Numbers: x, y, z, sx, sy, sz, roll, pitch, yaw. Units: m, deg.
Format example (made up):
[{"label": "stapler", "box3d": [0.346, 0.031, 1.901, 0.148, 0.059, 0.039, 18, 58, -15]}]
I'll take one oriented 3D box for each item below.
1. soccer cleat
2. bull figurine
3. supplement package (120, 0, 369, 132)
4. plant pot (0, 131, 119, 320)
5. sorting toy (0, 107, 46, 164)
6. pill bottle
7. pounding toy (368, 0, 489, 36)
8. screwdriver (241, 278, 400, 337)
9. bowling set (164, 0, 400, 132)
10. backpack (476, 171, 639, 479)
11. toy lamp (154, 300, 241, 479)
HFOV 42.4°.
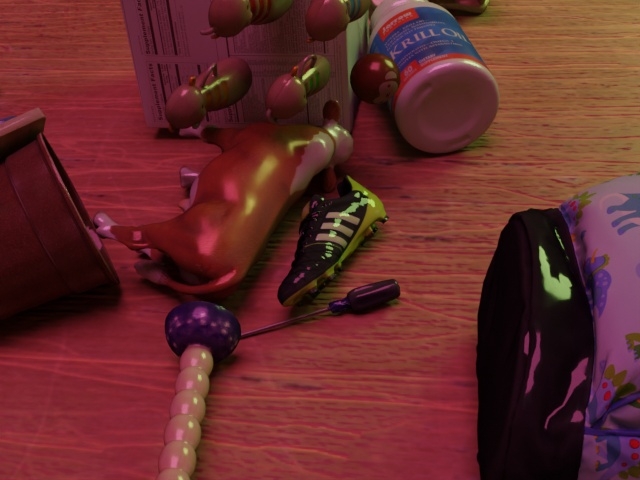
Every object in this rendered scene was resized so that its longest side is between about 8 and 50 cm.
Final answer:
[{"label": "soccer cleat", "box3d": [0.000, 0.000, 0.826, 0.072, 0.060, 0.179, 43, 48, 1]}, {"label": "bull figurine", "box3d": [-0.092, -0.058, 0.885, 0.189, 0.101, 0.310, 8, 40, 23]}, {"label": "supplement package", "box3d": [-0.081, -0.269, 1.033, 0.263, 0.198, 0.199, 3, 37, 10]}, {"label": "plant pot", "box3d": [-0.309, 0.005, 0.808, 0.165, 0.167, 0.167, -27, 45, -10]}, {"label": "sorting toy", "box3d": [-0.353, -0.081, 0.830, 0.132, 0.274, 0.046, -33, 85, -30]}, {"label": "pill bottle", "box3d": [0.126, -0.216, 1.014, 0.124, 0.124, 0.221, -11, 42, -5]}, {"label": "pounding toy", "box3d": [0.169, -0.380, 1.233, 0.270, 0.155, 0.154, -33, 76, -15]}, {"label": "screwdriver", "box3d": [-0.005, 0.069, 0.796, 0.170, 0.024, 0.025, -16, 13, -1]}, {"label": "bowling set", "box3d": [-0.013, -0.204, 0.826, 0.200, 0.287, 0.154, 29, 31, 5]}, {"label": "backpack", "box3d": [0.312, 0.076, 0.600, 0.356, 0.273, 0.290, 13, 37, 4]}, {"label": "toy lamp", "box3d": [-0.110, 0.169, 0.651, 0.080, 0.080, 0.274, -1, 41, 6]}]
